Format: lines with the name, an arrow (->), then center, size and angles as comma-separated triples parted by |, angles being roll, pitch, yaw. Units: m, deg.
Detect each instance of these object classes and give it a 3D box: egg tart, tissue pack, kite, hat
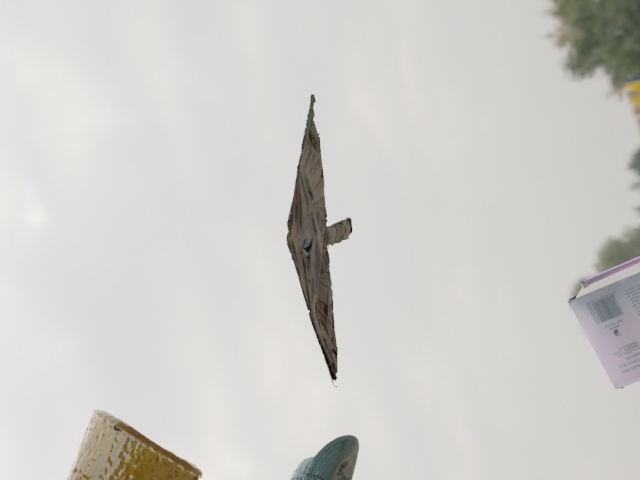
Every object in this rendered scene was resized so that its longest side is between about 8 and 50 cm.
egg tart -> -0.298, 0.363, 1.977 | 0.147, 0.203, 0.202 | -57, -33, -13
tissue pack -> 0.486, 0.089, 1.772 | 0.148, 0.246, 0.092 | 62, -152, -4
kite -> 0.000, 0.000, 1.457 | 0.314, 0.011, 0.335 | -6, -88, -77
hat -> -0.010, 0.347, 1.746 | 0.138, 0.078, 0.191 | 71, -145, -56
